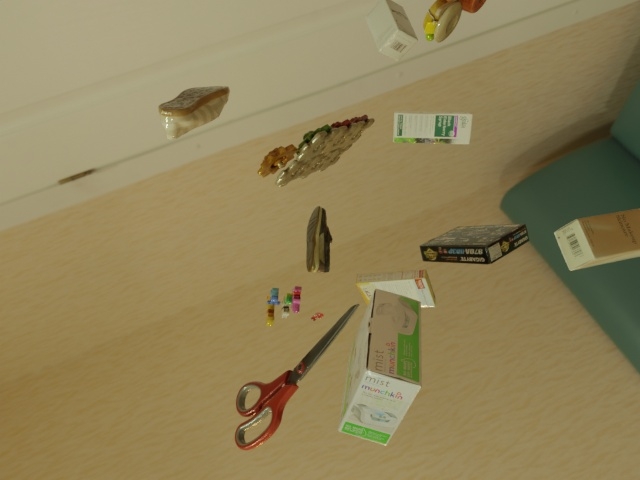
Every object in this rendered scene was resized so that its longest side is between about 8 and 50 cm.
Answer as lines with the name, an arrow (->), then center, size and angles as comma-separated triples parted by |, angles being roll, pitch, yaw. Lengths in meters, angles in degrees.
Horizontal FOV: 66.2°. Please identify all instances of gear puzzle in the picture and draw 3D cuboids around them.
gear puzzle -> -0.024, -0.187, 1.013 | 0.044, 0.339, 0.175 | 52, 128, 6

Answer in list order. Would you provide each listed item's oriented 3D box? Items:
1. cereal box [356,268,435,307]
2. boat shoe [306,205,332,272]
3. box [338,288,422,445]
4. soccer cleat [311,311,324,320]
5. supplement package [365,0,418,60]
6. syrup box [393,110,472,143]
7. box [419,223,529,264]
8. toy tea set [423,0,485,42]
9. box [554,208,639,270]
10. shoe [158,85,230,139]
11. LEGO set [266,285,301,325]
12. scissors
cereal box -> 0.261, 0.172, 1.684 | 0.173, 0.240, 0.047 | 62, -150, -43
boat shoe -> 0.000, 0.000, 1.038 | 0.056, 0.049, 0.152 | -37, 43, 57
box -> 0.139, 0.287, 1.144 | 0.262, 0.127, 0.231 | -74, 1, -55
soccer cleat -> -0.009, 0.292, 1.928 | 0.029, 0.035, 0.083 | 39, 145, -8
supplement package -> 0.251, -0.750, 1.738 | 0.105, 0.105, 0.179 | -41, 54, 41
syrup box -> 0.349, -0.356, 1.542 | 0.096, 0.237, 0.093 | -62, -25, -71
box -> 0.401, 0.008, 1.296 | 0.220, 0.175, 0.051 | -1, 108, 54
toy tea set -> 0.269, -0.570, 0.951 | 0.124, 0.200, 0.336 | 40, 152, 19
box -> 0.954, -0.007, 1.612 | 0.121, 0.311, 0.147 | 119, 138, -65
shoe -> -0.239, -0.254, 0.945 | 0.219, 0.077, 0.058 | -57, -29, -55
LEGO set -> -0.121, 0.203, 1.447 | 0.227, 0.087, 0.093 | 126, 148, -68
scissors -> -0.035, 0.217, 0.754 | 0.021, 0.297, 0.109 | 33, -152, -37
